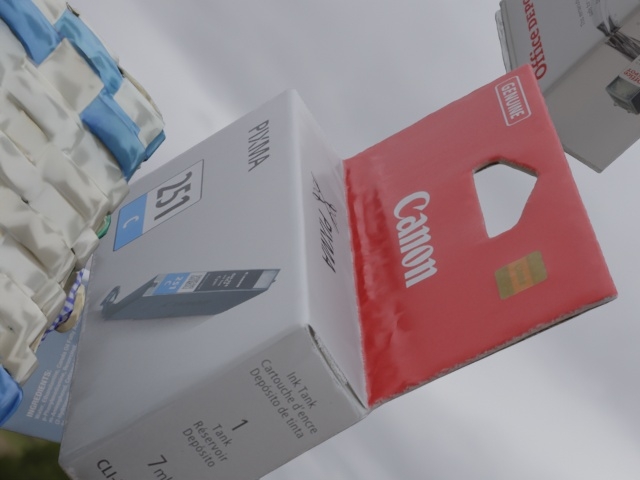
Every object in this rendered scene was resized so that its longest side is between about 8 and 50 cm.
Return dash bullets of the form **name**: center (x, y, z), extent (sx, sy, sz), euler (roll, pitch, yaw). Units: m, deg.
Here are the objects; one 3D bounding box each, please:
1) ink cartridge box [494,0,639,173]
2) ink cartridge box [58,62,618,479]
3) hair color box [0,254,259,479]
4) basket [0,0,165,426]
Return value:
- **ink cartridge box**: center (0.237, -0.178, 1.402), extent (0.092, 0.218, 0.158), euler (34, 30, -26)
- **ink cartridge box**: center (0.000, 0.000, 0.994), extent (0.066, 0.261, 0.296), euler (56, 12, -23)
- **hair color box**: center (-0.211, 0.049, 1.289), extent (0.374, 0.113, 0.185), euler (19, 5, -38)
- **basket**: center (-0.214, 0.006, 0.747), extent (0.201, 0.289, 0.255), euler (53, -17, -22)
